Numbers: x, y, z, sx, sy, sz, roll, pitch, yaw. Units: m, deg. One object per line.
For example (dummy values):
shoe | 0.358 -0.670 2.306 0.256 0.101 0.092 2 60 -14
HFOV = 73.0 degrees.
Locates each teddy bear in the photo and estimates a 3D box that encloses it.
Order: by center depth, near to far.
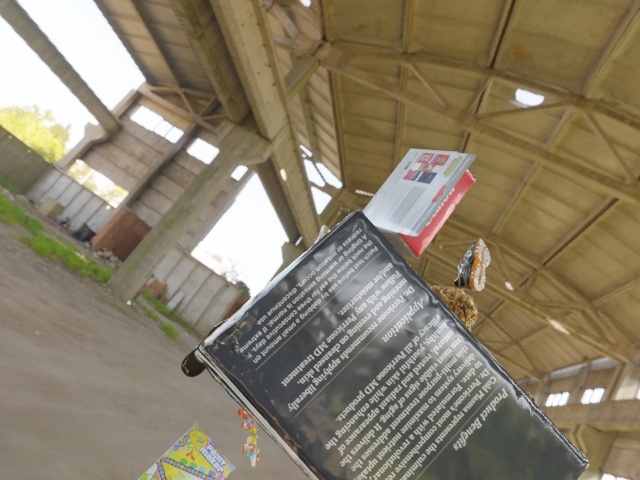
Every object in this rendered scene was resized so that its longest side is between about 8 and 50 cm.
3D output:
teddy bear | 0.369 0.295 1.210 0.113 0.337 0.245 2 -12 -11

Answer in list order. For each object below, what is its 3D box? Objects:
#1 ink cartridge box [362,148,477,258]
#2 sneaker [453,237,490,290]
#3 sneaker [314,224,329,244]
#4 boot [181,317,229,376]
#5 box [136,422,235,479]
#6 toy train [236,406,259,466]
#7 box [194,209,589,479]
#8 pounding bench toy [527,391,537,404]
ink cartridge box | 0.302 -0.113 1.284 0.130 0.309 0.272 44 -11 -32
sneaker | 0.482 0.073 1.380 0.083 0.215 0.084 -18 -61 44
sneaker | 0.000 0.000 1.122 0.037 0.083 0.032 -5 -19 33
boot | -0.366 0.364 1.574 0.112 0.305 0.115 54 -4 -3
box | -0.430 0.727 1.319 0.177 0.279 0.290 46 -28 6
toy train | -0.202 0.523 1.180 0.046 0.166 0.125 -8 -18 0
box | 0.069 0.250 0.772 0.471 0.297 0.480 49 -12 0
pounding bench toy | 0.763 0.598 1.617 0.083 0.065 0.052 -106 180 -84
